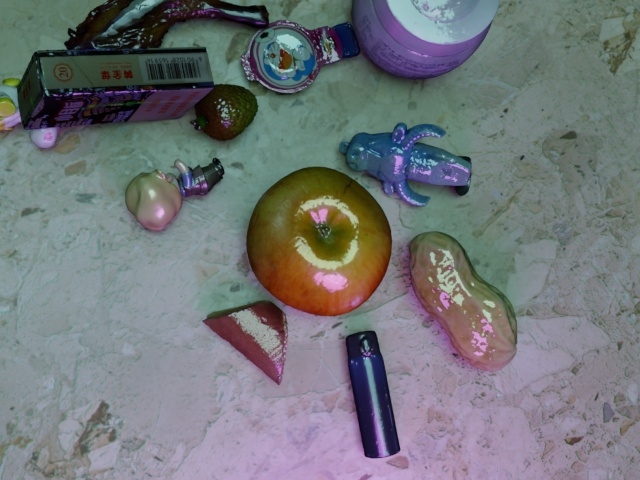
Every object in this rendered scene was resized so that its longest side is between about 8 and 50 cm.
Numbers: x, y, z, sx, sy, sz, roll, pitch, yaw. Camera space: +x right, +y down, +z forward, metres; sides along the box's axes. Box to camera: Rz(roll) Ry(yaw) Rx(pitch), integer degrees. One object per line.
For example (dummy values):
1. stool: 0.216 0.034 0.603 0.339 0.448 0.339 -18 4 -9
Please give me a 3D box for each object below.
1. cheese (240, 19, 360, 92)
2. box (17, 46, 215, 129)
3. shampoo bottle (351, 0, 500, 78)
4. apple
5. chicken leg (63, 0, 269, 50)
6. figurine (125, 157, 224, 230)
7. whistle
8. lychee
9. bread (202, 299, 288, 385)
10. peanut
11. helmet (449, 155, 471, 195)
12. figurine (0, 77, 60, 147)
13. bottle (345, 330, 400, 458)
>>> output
1. cheese: -0.040 -0.379 1.747 0.244 0.062 0.155 -17 86 -12
2. box: -0.370 -0.276 1.565 0.310 0.198 0.084 -9 85 -30
3. shampoo bottle: 0.204 -0.462 1.695 0.273 0.266 0.272 1 85 -11
4. apple: 0.000 0.000 1.627 0.286 0.233 0.285 1 83 -9
5. chicken leg: -0.299 -0.436 1.692 0.407 0.096 0.157 -15 90 -12
6. figurine: -0.278 -0.102 1.655 0.196 0.114 0.108 -34 90 -19
7. whistle: 0.167 -0.159 1.726 0.269 0.180 0.093 14 38 9
8. lychee: -0.188 -0.249 1.680 0.146 0.114 0.114 -28 90 -26
9. bread: -0.119 0.173 1.672 0.192 0.067 0.119 39 79 -4
10. peanut: 0.281 0.118 1.714 0.149 0.149 0.313 -36 87 -12
11. helmet: 0.276 -0.136 1.784 0.065 0.049 0.084 -17 115 -45
12. figurine: -0.535 -0.245 1.635 0.178 0.109 0.129 16 60 -11
13. bottle: 0.100 0.298 1.691 0.072 0.082 0.244 -10 86 -9
